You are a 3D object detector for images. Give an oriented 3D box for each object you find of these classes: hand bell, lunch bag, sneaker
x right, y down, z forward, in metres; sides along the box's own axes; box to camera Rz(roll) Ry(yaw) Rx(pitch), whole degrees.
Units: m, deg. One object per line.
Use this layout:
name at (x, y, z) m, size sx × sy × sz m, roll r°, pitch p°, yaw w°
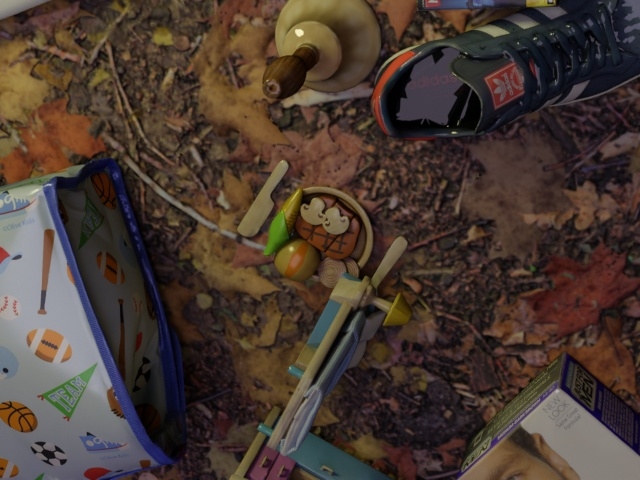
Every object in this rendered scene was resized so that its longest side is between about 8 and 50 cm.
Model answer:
hand bell at (-0.021, -0.190, 1.282) m, size 0.126 × 0.242 × 0.126 m, roll 5°, pitch 112°, yaw 13°
lunch bag at (-0.363, 0.126, 1.499) m, size 0.327 × 0.239 × 0.385 m, roll -15°, pitch 99°, yaw 18°
sneaker at (0.215, -0.180, 1.275) m, size 0.350 × 0.148 × 0.131 m, roll -19°, pitch 104°, yaw 20°

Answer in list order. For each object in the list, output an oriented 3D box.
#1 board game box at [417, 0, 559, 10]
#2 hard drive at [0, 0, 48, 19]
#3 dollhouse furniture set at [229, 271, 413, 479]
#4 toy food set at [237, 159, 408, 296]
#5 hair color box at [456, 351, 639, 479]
board game box at (0.154, -0.336, 1.263) m, size 0.194 × 0.060 × 0.194 m, roll 2°, pitch 96°, yaw 19°
hard drive at (-0.433, -0.354, 1.394) m, size 0.353 × 0.047 × 0.233 m, roll -16°, pitch 128°, yaw 20°
dollhouse furniture set at (0.026, 0.241, 1.407) m, size 0.198 × 0.286 × 0.303 m, roll 28°, pitch 127°, yaw 3°
toy food set at (0.000, 0.000, 1.459) m, size 0.192 × 0.038 × 0.132 m, roll 32°, pitch 115°, yaw 1°
hair color box at (0.352, 0.317, 1.451) m, size 0.339 × 0.110 × 0.185 m, roll 41°, pitch 116°, yaw -1°
